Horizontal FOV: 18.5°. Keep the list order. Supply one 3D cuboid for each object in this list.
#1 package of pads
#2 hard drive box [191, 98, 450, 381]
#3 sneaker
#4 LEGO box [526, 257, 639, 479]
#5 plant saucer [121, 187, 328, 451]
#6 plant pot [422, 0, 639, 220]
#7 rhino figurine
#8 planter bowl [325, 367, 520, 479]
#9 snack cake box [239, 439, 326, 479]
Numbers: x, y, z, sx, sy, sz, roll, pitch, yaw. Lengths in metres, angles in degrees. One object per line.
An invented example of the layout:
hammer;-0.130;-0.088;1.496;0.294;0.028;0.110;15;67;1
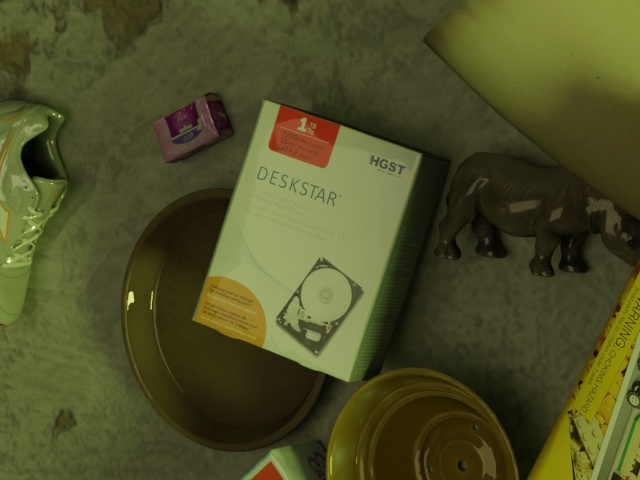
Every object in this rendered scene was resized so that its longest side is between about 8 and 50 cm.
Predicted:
package of pads;-0.137;-0.119;2.073;0.083;0.032;0.050;-24;82;34
hard drive box;0.000;0.000;1.921;0.181;0.089;0.232;19;95;22
sneaker;-0.339;-0.032;2.185;0.121;0.099;0.262;5;98;30
LEGO box;0.379;0.229;1.588;0.372;0.193;0.500;40;129;27
plant saucer;-0.093;0.083;2.058;0.278;0.041;0.278;4;98;34
plant pot;0.273;-0.145;1.687;0.256;0.256;0.274;-39;89;31
rhino figurine;0.221;-0.021;1.814;0.243;0.073;0.106;10;103;32
planter bowl;0.118;0.224;1.896;0.217;0.090;0.217;4;98;34
snack cake box;-0.067;0.346;2.037;0.264;0.089;0.152;-44;68;29
